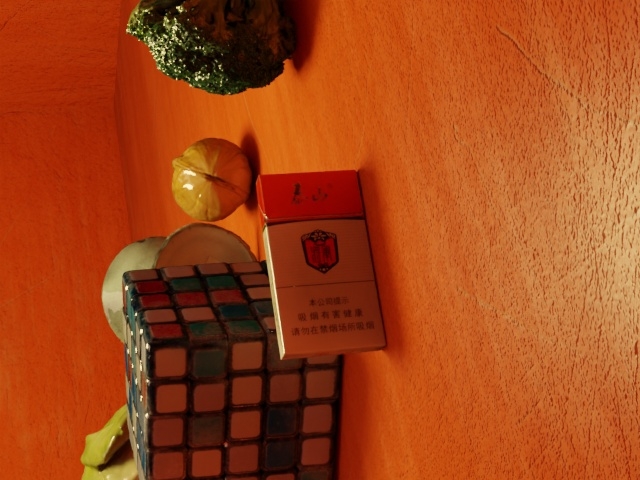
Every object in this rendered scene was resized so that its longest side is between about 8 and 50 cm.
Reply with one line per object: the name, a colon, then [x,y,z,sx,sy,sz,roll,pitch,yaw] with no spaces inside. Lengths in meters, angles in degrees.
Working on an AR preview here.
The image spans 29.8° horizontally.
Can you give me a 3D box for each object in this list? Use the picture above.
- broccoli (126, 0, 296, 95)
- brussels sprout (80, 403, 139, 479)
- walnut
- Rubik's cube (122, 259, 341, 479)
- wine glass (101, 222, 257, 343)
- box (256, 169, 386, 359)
broccoli: [-0.158,-0.348,1.846,0.294,0.265,0.245,-54,-21,-77]
brussels sprout: [-0.327,0.488,2.451,0.361,0.342,0.425,-162,80,-66]
walnut: [-0.204,-0.113,2.244,0.206,0.159,0.159,-151,58,-80]
Rubik's cube: [-0.142,0.213,1.827,0.287,0.291,0.293,-126,33,-64]
wine glass: [-0.273,0.097,2.367,0.406,0.267,0.267,157,109,-71]
box: [-0.001,0.028,1.551,0.035,0.139,0.245,120,144,-67]
